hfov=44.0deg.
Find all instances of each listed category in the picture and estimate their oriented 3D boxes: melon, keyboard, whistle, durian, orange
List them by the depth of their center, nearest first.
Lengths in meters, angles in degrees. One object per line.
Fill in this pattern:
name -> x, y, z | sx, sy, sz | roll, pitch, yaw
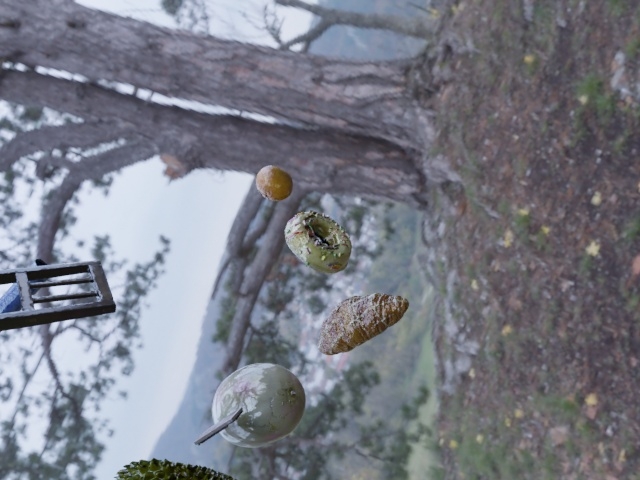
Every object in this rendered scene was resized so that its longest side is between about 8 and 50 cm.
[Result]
orange -> -0.100, -0.122, 1.707 | 0.070, 0.083, 0.083 | -65, 6, -8
durian -> -0.359, 0.633, 1.946 | 0.198, 0.394, 0.163 | 58, -156, -51
keyboard -> -0.253, 0.464, 1.963 | 0.166, 0.017, 0.055 | -38, 1, 36
whistle -> -0.785, 0.173, 1.966 | 0.304, 0.062, 0.062 | -47, 8, 5
melon -> -0.172, 0.451, 2.164 | 0.317, 0.223, 0.223 | -28, 36, 47

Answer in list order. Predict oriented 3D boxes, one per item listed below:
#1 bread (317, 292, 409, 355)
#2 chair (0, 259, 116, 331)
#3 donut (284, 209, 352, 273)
bread -> 0.074, 0.163, 1.641 | 0.233, 0.076, 0.105 | -29, 43, 25
chair -> -0.590, 0.025, 1.385 | 0.203, 0.416, 0.241 | -132, 38, -52
donut -> 0.000, 0.000, 1.800 | 0.068, 0.174, 0.175 | -49, 15, 33
